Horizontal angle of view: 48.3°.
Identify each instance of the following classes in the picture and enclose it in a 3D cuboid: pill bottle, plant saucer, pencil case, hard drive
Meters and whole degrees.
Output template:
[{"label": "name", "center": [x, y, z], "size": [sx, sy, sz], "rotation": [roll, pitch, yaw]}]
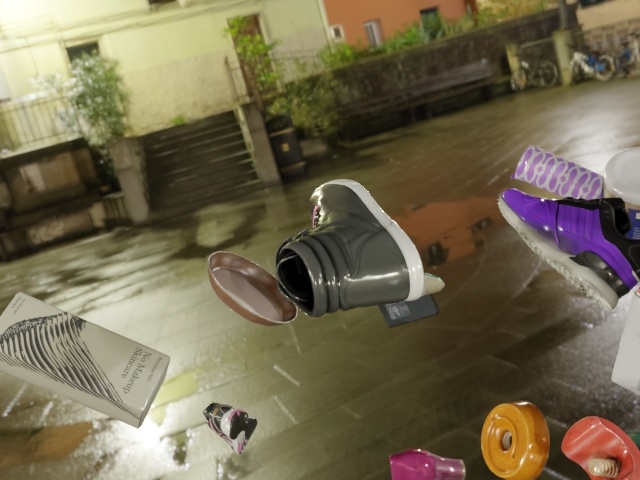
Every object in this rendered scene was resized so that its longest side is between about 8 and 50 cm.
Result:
[{"label": "pill bottle", "center": [0.634, -0.043, 1.416], "size": [0.153, 0.264, 0.153], "rotation": [-8, 46, 9]}, {"label": "plant saucer", "center": [-0.113, 0.082, 1.136], "size": [0.029, 0.168, 0.168], "rotation": [-54, 0, 18]}, {"label": "pencil case", "center": [0.526, -0.132, 1.555], "size": [0.206, 0.088, 0.086], "rotation": [31, 54, 21]}, {"label": "hard drive", "center": [0.209, 0.153, 1.724], "size": [0.135, 0.094, 0.022], "rotation": [-20, 15, 27]}]

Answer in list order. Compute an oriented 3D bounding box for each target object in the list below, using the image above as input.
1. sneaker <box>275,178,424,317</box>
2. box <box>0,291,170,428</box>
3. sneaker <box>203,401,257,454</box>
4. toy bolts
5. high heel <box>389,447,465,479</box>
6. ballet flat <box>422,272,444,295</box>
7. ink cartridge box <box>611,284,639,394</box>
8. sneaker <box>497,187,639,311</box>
[{"label": "sneaker", "center": [0.000, 0.000, 0.900], "size": [0.147, 0.104, 0.296], "rotation": [-10, 26, -17]}, {"label": "box", "center": [-0.397, 0.198, 1.175], "size": [0.094, 0.275, 0.113], "rotation": [116, 175, -53]}, {"label": "sneaker", "center": [-0.171, 0.340, 1.335], "size": [0.077, 0.178, 0.072], "rotation": [24, 61, 17]}, {"label": "toy bolts", "center": [0.321, 0.278, 0.836], "size": [0.158, 0.218, 0.228], "rotation": [14, -44, -23]}, {"label": "high heel", "center": [0.165, 0.605, 1.614], "size": [0.181, 0.377, 0.127], "rotation": [14, 26, -18]}, {"label": "ballet flat", "center": [0.148, 0.084, 1.351], "size": [0.168, 0.057, 0.052], "rotation": [11, 53, 11]}, {"label": "ink cartridge box", "center": [0.473, 0.011, 0.811], "size": [0.130, 0.272, 0.309], "rotation": [27, 63, 30]}, {"label": "sneaker", "center": [0.413, -0.021, 1.138], "size": [0.146, 0.102, 0.293], "rotation": [-45, 41, 7]}]
